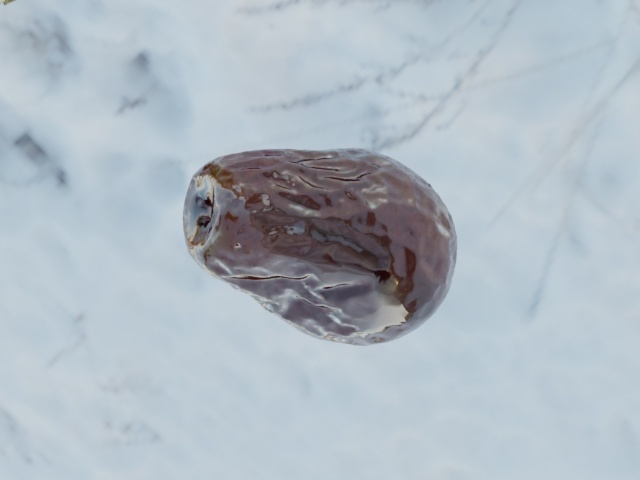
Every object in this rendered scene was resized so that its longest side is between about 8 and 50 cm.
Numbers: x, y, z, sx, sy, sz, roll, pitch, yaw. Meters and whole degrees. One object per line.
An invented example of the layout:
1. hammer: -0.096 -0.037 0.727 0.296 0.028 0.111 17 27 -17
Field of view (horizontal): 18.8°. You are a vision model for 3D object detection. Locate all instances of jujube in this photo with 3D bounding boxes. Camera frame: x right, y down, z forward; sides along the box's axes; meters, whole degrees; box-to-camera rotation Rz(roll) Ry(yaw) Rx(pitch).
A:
1. jujube: 0.000 0.000 1.772 0.255 0.190 0.190 11 164 -31

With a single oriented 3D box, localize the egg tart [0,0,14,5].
1. egg tart: -0.385 -0.349 2.156 0.212 0.212 0.090 35 174 12
